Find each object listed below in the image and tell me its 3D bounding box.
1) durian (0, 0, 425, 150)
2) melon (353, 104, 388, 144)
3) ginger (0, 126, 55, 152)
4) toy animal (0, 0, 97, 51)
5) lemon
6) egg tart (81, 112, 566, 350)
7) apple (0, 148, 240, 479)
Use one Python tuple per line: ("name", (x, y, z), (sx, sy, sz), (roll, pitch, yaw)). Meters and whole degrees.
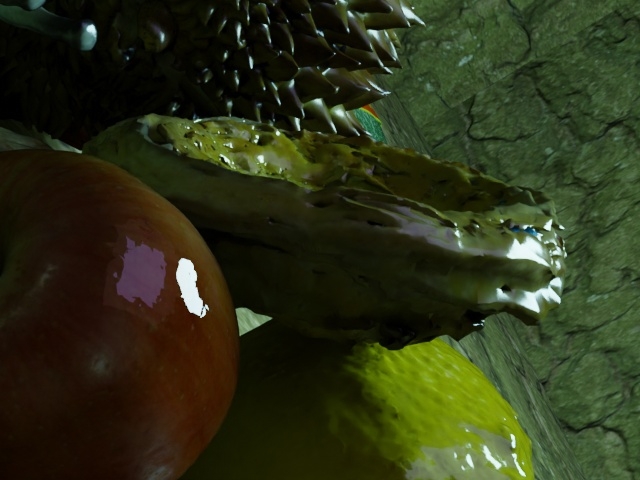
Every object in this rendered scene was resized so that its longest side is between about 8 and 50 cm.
("durian", (-0.098, -0.184, 1.172), (0.347, 0.348, 0.384), (56, 12, -18))
("melon", (-0.025, -0.067, 1.580), (0.182, 0.182, 0.287), (43, 19, -57))
("ginger", (-0.177, -0.012, 0.941), (0.216, 0.102, 0.157), (33, 18, -45))
("toy animal", (-0.217, -0.118, 0.888), (0.176, 0.217, 0.073), (25, -32, 37))
("lemon", (0.013, 0.156, 1.013), (0.233, 0.233, 0.288), (55, 4, -21))
("egg tart", (0.000, 0.000, 0.951), (0.291, 0.107, 0.291), (13, 10, -2))
("apple", (-0.128, 0.049, 0.802), (0.199, 0.199, 0.199), (56, 11, -17))
